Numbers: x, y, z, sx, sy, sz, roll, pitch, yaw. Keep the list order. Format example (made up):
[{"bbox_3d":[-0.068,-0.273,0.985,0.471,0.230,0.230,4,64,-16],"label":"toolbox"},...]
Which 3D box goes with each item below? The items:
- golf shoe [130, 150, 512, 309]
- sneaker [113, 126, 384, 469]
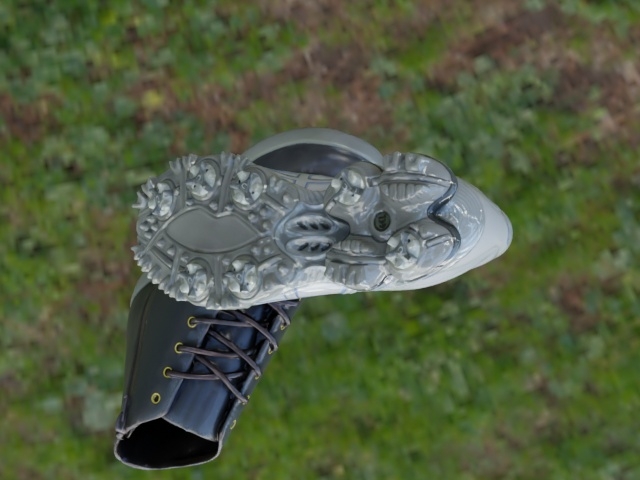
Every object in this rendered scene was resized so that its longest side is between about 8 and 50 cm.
[{"bbox_3d":[0.000,0.000,0.857,0.176,0.069,0.086,3,175,36],"label":"golf shoe"},{"bbox_3d":[-0.037,0.038,1.062,0.083,0.118,0.222,23,139,-19],"label":"sneaker"}]
